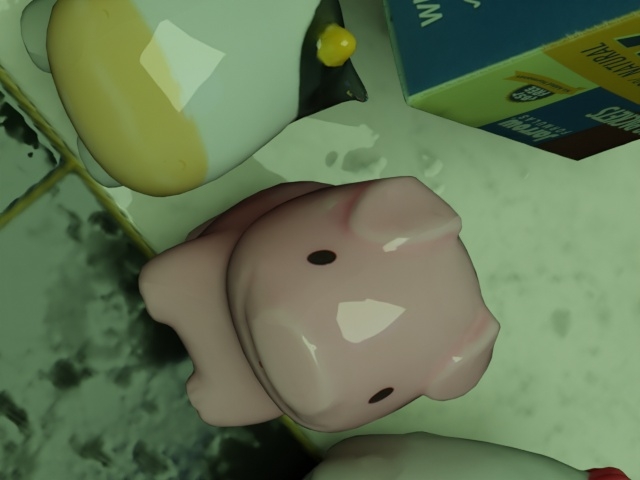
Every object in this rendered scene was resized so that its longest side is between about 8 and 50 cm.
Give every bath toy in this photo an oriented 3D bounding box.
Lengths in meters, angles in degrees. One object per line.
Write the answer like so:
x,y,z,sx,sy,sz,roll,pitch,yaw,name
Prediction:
0.000,0.000,0.547,0.129,0.151,0.348,-19,106,20,bath toy

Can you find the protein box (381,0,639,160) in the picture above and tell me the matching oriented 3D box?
0.120,-0.154,0.503,0.201,0.136,0.199,-19,76,28,protein box
